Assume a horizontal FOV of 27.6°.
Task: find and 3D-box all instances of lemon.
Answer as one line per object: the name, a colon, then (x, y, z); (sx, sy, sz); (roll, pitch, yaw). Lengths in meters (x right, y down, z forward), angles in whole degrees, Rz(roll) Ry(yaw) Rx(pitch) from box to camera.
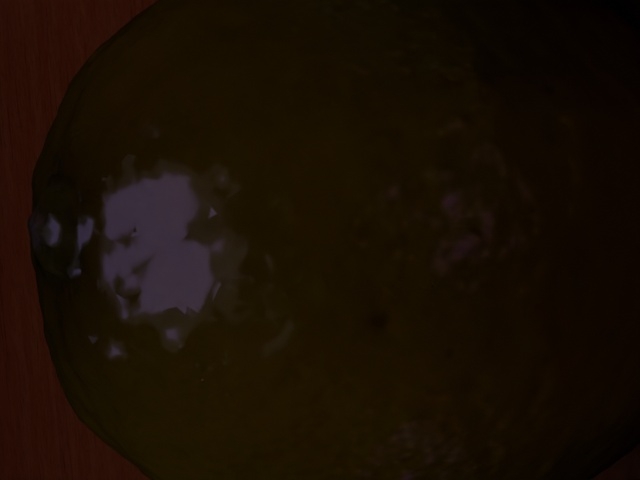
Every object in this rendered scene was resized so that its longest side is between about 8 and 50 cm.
lemon: (0.000, 0.000, 0.715); (0.364, 0.364, 0.364); (23, 118, 55)

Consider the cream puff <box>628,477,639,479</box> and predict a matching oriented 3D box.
cream puff: (0.141, 0.260, 0.629); (0.323, 0.274, 0.270); (52, 148, 34)
